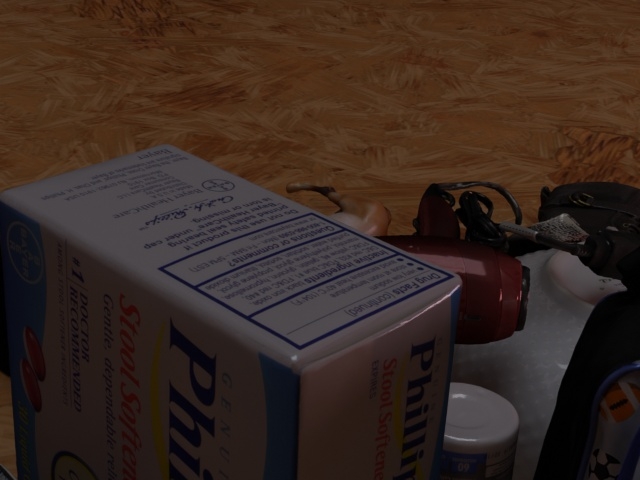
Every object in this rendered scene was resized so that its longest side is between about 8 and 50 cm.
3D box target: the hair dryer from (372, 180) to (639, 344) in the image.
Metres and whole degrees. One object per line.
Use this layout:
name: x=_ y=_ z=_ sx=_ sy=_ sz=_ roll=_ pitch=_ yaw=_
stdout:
hair dryer: x=0.094 y=0.019 z=0.979 sx=0.294 sy=0.080 sz=0.223 roll=-7 pitch=18 yaw=-33

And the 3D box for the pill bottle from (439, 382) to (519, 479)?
pill bottle: x=0.091 y=0.175 z=0.844 sx=0.078 sy=0.137 sz=0.078 roll=3 pitch=24 yaw=-1

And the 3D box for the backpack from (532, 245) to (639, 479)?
backpack: x=0.272 y=0.176 z=0.748 sx=0.263 sy=0.276 sz=0.213 roll=10 pitch=30 yaw=-2

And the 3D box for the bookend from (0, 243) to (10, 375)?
bookend: x=-0.207 y=0.057 z=1.030 sx=0.156 sy=0.157 sz=0.072 roll=23 pitch=32 yaw=36

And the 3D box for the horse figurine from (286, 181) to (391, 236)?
horse figurine: x=0.000 y=0.000 z=1.287 sx=0.174 sy=0.066 sz=0.263 roll=12 pitch=28 yaw=29

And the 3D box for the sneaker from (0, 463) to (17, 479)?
sneaker: x=-0.163 y=0.235 z=0.748 sx=0.086 sy=0.132 sz=0.228 roll=-33 pitch=75 yaw=-22

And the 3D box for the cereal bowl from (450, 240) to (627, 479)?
cereal bowl: x=0.263 y=0.093 z=1.041 sx=0.339 sy=0.141 sz=0.339 roll=3 pitch=24 yaw=-1

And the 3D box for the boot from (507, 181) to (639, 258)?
boot: x=0.329 y=-0.003 z=1.308 sx=0.263 sy=0.091 sz=0.229 roll=15 pitch=28 yaw=27

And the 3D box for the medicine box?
medicine box: x=-0.069 y=0.111 z=0.809 sx=0.149 sy=0.263 sz=0.289 roll=-21 pitch=34 yaw=-40
